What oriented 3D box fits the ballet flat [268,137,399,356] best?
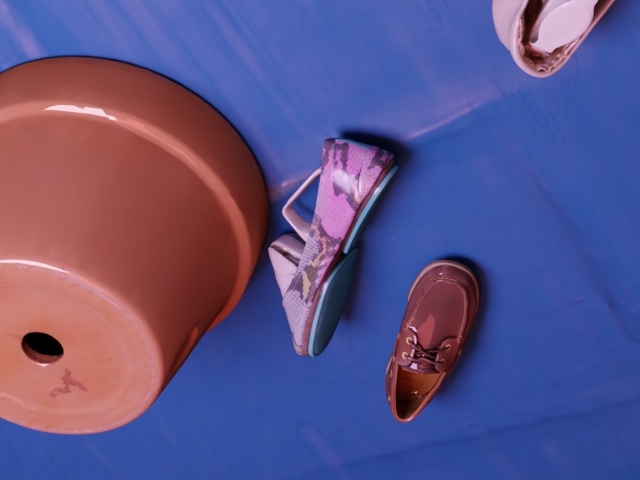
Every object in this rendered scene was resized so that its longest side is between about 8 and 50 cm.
[{"bbox_3d":[0.000,0.000,1.441,0.079,0.077,0.221,29,129,12],"label":"ballet flat"}]

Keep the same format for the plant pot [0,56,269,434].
[{"bbox_3d":[-0.203,0.021,1.411,0.291,0.203,0.291,7,131,7],"label":"plant pot"}]

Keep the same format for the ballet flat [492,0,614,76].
[{"bbox_3d":[0.204,-0.210,1.189,0.086,0.086,0.248,26,132,-11],"label":"ballet flat"}]

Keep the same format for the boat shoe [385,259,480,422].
[{"bbox_3d":[0.098,0.093,1.500,0.064,0.060,0.178,16,133,-1],"label":"boat shoe"}]
